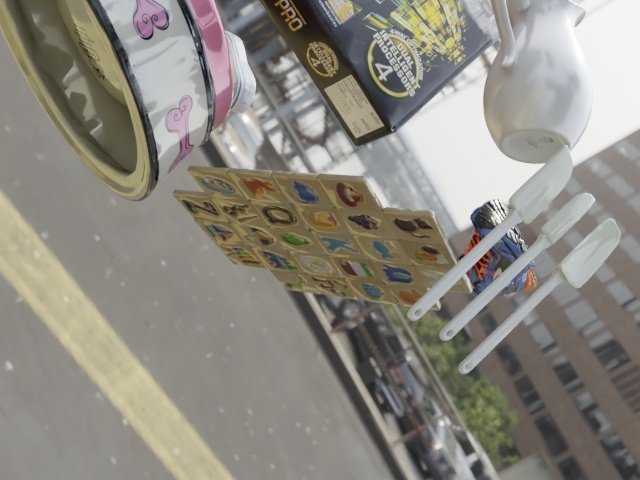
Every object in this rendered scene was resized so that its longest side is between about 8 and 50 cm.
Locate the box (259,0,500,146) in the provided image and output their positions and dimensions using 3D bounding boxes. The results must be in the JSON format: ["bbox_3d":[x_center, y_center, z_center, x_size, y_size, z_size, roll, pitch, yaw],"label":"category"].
[{"bbox_3d":[0.058,-0.375,1.326,0.097,0.318,0.394,-19,-71,52],"label":"box"}]

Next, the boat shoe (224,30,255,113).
[{"bbox_3d":[-0.207,-0.354,1.908,0.094,0.109,0.302,19,22,-29],"label":"boat shoe"}]

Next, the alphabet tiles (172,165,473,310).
[{"bbox_3d":[0.000,0.000,1.143,0.285,0.343,0.011,54,49,-50],"label":"alphabet tiles"}]

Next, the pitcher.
[{"bbox_3d":[0.242,-0.210,1.122,0.178,0.126,0.207,29,60,-39],"label":"pitcher"}]

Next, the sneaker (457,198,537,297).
[{"bbox_3d":[0.208,0.024,1.164,0.083,0.087,0.221,68,6,30],"label":"sneaker"}]

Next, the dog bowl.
[{"bbox_3d":[-0.259,-0.259,1.164,0.408,0.150,0.408,43,-27,29],"label":"dog bowl"}]

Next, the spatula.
[{"bbox_3d":[0.213,0.034,1.030,0.168,0.242,0.019,48,-4,-40],"label":"spatula"}]
